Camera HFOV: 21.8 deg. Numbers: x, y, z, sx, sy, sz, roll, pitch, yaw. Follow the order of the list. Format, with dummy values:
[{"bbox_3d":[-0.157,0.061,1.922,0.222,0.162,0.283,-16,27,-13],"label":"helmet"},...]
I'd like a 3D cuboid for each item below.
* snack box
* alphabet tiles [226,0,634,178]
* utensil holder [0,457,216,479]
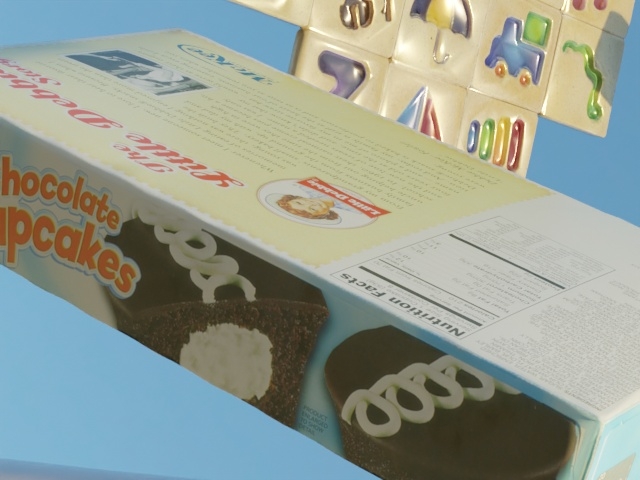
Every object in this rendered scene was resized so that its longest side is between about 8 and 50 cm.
[{"bbox_3d":[0.000,0.000,0.636,0.322,0.187,0.060,26,-67,28],"label":"snack box"},{"bbox_3d":[0.077,-0.195,0.842,0.011,0.285,0.342,10,-93,49],"label":"alphabet tiles"},{"bbox_3d":[-0.099,0.258,0.712,0.385,0.327,0.327,9,-43,-16],"label":"utensil holder"}]
